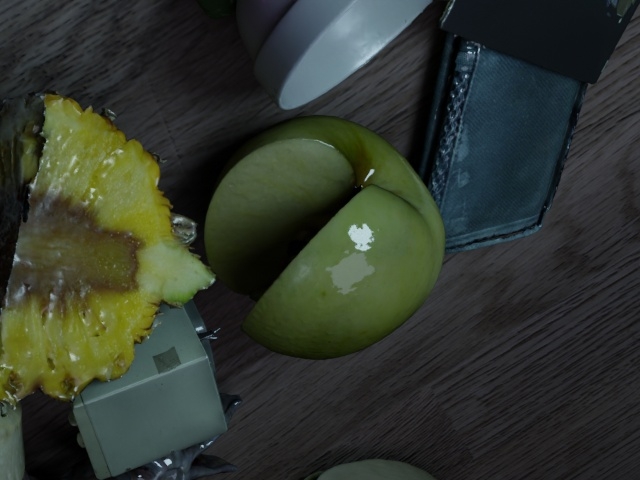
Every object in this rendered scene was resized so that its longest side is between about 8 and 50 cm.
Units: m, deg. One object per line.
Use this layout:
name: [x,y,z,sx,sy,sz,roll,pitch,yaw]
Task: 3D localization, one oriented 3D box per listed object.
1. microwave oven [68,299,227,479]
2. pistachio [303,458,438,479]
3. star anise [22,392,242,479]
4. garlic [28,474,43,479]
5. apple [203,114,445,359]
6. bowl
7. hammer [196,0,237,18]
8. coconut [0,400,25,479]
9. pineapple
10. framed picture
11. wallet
microwave oven: [-0.226,0.136,1.442,0.193,0.240,0.145,-18,130,-15]
pistachio: [0.102,0.462,1.904,0.331,0.207,0.226,21,70,-22]
star anise: [-0.247,0.287,1.619,0.316,0.139,0.360,-44,128,-32]
garlic: [-0.412,0.451,1.623,0.184,0.203,0.281,1,129,-8]
apple: [0.000,0.000,1.427,0.291,0.292,0.254,13,129,-34]
bowl: [0.020,-0.286,1.264,0.287,0.144,0.287,-39,175,-4]
hammer: [-0.161,-0.350,1.197,0.206,0.119,0.335,-33,140,0]
coconut: [-0.502,0.239,1.345,0.322,0.323,0.323,-14,130,-17]
pineapple: [-0.285,0.018,1.358,0.286,0.209,0.345,14,86,-47]
framed picture: [0.296,-0.327,1.430,0.323,0.013,0.244,9,114,-45]
wallet: [0.239,-0.148,1.582,0.237,0.075,0.342,-11,127,-28]
